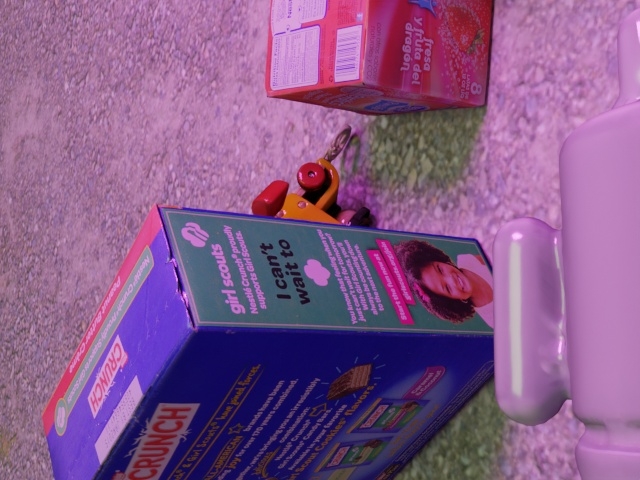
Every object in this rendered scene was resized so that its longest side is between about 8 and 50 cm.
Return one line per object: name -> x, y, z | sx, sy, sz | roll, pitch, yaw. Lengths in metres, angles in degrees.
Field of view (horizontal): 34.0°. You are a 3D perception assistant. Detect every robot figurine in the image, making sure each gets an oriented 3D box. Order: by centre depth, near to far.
robot figurine -> 0.243, 0.041, 0.595 | 0.300, 0.200, 0.353 | -5, 82, 29

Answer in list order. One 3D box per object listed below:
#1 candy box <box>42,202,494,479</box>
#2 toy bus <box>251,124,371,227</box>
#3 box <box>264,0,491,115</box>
candy box -> -0.035, 0.113, 0.869 | 0.268, 0.317, 0.122 | -54, 47, 36
toy bus -> -0.007, 0.011, 1.011 | 0.104, 0.191, 0.202 | 35, 115, 10
box -> 0.055, -0.269, 0.930 | 0.154, 0.142, 0.300 | 2, 88, 54
